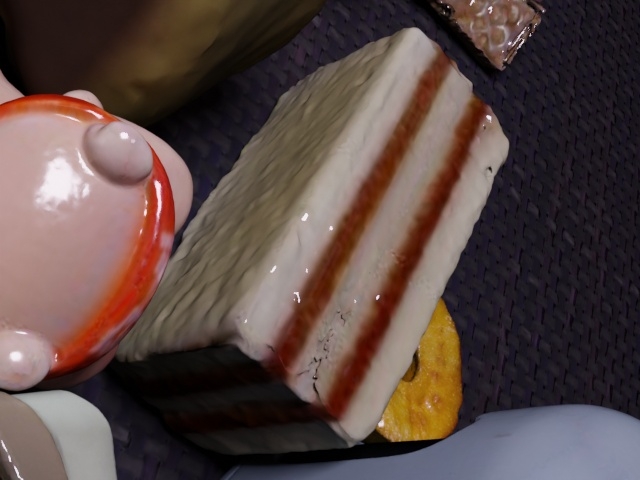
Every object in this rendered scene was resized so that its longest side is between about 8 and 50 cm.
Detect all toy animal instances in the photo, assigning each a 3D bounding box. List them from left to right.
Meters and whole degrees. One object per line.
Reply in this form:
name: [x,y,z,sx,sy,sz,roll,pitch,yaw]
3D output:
toy animal: [-0.161,-0.012,0.545,0.171,0.197,0.171,-24,127,-37]

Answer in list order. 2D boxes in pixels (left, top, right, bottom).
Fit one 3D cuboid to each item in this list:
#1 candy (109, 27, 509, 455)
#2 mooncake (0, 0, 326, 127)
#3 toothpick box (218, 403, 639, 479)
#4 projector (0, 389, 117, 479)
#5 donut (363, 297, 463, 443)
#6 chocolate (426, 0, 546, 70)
candy: [0.000,0.000,0.728,0.135,0.179,0.321,45,51,-21]
mooncake: [-0.172,-0.263,0.632,0.246,0.393,0.394,-46,148,-40]
toothpick box: [0.095,0.236,0.612,0.263,0.354,0.263,15,66,-38]
projector: [-0.206,0.155,0.448,0.177,0.242,0.163,0,78,-43]
donut: [0.054,0.099,0.828,0.152,0.058,0.152,16,65,-38]
chocolate: [0.094,-0.304,0.999,0.329,0.065,0.102,41,73,-24]
